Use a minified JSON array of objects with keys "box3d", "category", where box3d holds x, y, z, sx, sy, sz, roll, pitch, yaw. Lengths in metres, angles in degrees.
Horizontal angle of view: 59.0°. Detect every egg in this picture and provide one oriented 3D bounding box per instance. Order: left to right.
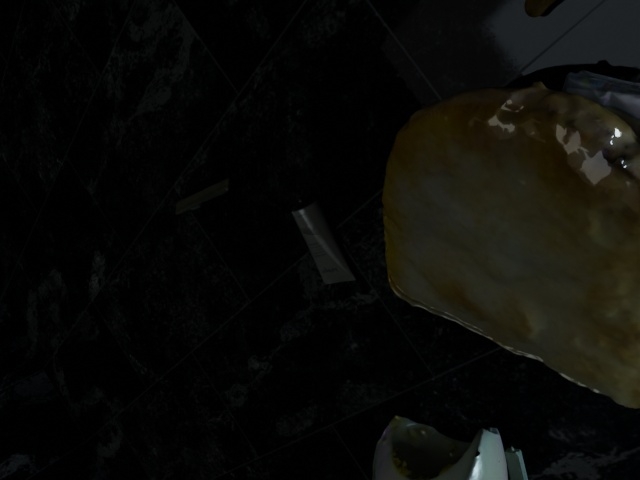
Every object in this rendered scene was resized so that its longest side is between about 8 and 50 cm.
[{"box3d":[0.226,0.432,0.999,0.161,0.206,0.271,35,146,-18],"category":"egg"}]

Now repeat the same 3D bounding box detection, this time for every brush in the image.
[{"box3d":[-0.261,-0.095,1.275,0.190,0.027,0.034,-19,59,38],"category":"brush"}]

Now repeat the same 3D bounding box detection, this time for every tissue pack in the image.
[{"box3d":[0.356,-0.128,0.725,0.115,0.065,0.155,27,123,30],"category":"tissue pack"}]

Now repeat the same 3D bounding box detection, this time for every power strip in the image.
[{"box3d":[0.344,0.397,0.992,0.027,0.017,0.083,-4,106,40],"category":"power strip"}]

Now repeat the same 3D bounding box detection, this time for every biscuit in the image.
[{"box3d":[0.268,-0.006,0.772,0.429,0.104,0.446,22,140,35],"category":"biscuit"}]

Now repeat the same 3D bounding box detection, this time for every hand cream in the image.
[{"box3d":[0.000,0.000,1.088,0.087,0.054,0.186,-14,106,46],"category":"hand cream"}]

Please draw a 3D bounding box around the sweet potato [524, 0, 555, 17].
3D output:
[{"box3d":[0.339,-0.404,0.619,0.108,0.079,0.346,60,142,43],"category":"sweet potato"}]
